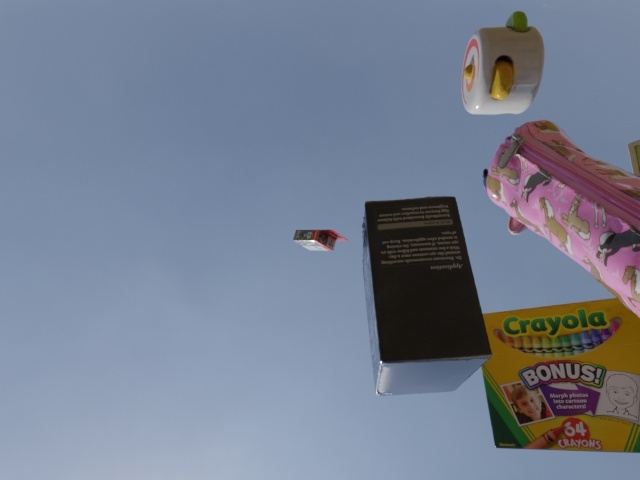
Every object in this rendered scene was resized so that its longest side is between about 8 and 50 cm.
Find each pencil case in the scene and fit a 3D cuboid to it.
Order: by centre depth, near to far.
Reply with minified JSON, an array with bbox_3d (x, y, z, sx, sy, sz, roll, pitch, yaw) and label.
[{"bbox_3d":[0.375,-0.031,0.565,0.167,0.160,0.386,-2,-147,-12],"label":"pencil case"}]

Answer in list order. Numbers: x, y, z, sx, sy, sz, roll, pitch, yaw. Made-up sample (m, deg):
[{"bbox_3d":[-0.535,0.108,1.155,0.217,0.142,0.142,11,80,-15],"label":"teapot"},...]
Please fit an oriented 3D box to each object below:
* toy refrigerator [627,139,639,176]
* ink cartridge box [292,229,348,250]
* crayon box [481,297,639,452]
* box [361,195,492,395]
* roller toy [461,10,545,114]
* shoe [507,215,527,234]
[{"bbox_3d":[0.706,-0.103,0.860,0.094,0.102,0.269,40,-129,-28],"label":"toy refrigerator"},{"bbox_3d":[0.000,0.000,0.962,0.115,0.063,0.029,1,-112,43],"label":"ink cartridge box"},{"bbox_3d":[0.571,0.308,0.990,0.363,0.106,0.313,-14,-106,30],"label":"crayon box"},{"bbox_3d":[0.095,0.064,0.439,0.093,0.156,0.158,-4,-119,3],"label":"box"},{"bbox_3d":[0.405,-0.385,0.981,0.146,0.191,0.209,0,-107,4],"label":"roller toy"},{"bbox_3d":[0.555,-0.092,1.178,0.081,0.178,0.063,-9,-141,-37],"label":"shoe"}]
